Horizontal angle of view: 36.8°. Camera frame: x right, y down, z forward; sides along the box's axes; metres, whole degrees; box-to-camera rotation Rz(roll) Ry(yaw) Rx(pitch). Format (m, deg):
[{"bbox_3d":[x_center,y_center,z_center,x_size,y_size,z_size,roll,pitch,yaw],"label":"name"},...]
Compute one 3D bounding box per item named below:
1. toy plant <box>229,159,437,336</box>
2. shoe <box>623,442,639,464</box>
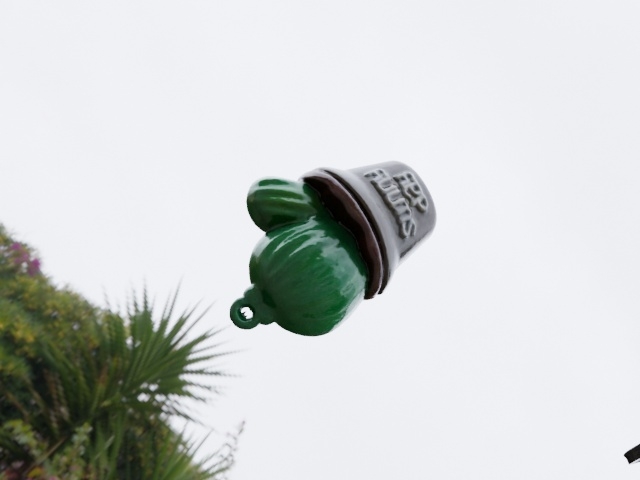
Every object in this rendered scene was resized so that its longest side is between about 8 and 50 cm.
[{"bbox_3d":[0.000,0.000,0.809,0.143,0.200,0.105,61,-23,4],"label":"toy plant"},{"bbox_3d":[0.449,0.240,1.155,0.179,0.071,0.049,-45,-123,35],"label":"shoe"}]
